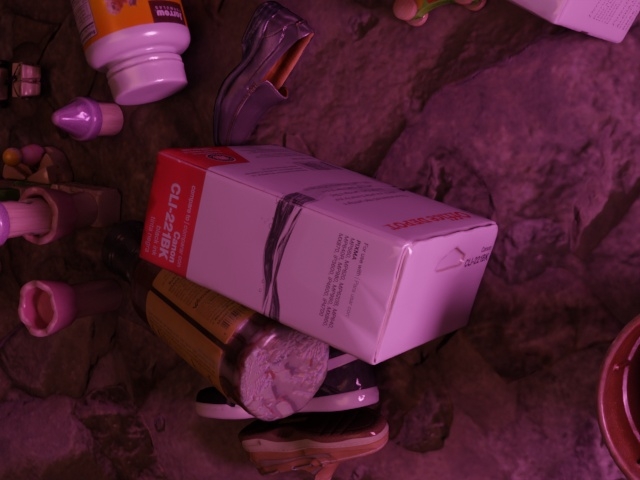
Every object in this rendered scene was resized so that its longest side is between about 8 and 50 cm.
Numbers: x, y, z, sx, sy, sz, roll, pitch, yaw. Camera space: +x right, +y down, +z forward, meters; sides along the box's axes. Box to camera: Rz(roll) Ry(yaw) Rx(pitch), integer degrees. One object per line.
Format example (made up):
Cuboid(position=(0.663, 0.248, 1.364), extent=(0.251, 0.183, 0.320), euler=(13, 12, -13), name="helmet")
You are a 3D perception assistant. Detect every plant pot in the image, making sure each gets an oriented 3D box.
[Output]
Cuboid(position=(0.319, 0.114, 0.774), extent=(0.167, 0.165, 0.167), euler=(3, 96, 32), name="plant pot")

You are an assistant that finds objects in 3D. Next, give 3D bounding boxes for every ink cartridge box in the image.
Cuboid(position=(0.000, 0.000, 0.943), extent=(0.273, 0.197, 0.114), euler=(21, 107, 29), name="ink cartridge box")

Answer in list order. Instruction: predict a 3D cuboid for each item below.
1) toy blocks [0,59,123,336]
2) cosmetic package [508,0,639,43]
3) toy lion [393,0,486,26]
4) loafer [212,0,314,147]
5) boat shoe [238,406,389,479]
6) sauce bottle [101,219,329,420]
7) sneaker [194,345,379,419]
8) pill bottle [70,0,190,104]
Cuboid(position=(-0.413, -0.057, 1.159), extent=(0.289, 0.260, 0.309), euler=(10, 101, 31), name="toy blocks")
Cuboid(position=(0.194, -0.265, 0.800), extent=(0.151, 0.184, 0.151), euler=(36, 113, 24), name="cosmetic package")
Cuboid(position=(0.104, -0.259, 0.950), extent=(0.100, 0.034, 0.096), euler=(-7, 84, 32), name="toy lion")
Cuboid(position=(-0.063, -0.162, 1.047), extent=(0.061, 0.062, 0.170), euler=(31, 112, 21), name="loafer")
Cuboid(position=(0.000, 0.221, 1.054), extent=(0.190, 0.068, 0.072), euler=(-12, 101, 42), name="boat shoe")
Cuboid(position=(-0.126, 0.063, 1.036), extent=(0.344, 0.111, 0.111), euler=(33, 113, 48), name="sauce bottle")
Cuboid(position=(-0.042, 0.123, 1.061), extent=(0.217, 0.079, 0.121), euler=(-10, 84, 27), name="sneaker")
Cuboid(position=(-0.214, -0.263, 1.095), extent=(0.117, 0.117, 0.215), euler=(-18, 86, 32), name="pill bottle")
